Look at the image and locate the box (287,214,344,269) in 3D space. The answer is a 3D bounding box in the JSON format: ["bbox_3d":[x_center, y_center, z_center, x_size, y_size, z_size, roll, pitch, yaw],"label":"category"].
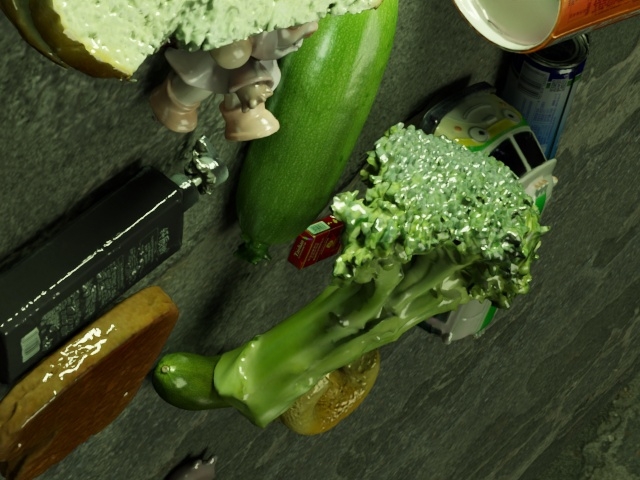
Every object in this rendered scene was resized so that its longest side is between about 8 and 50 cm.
[{"bbox_3d":[0.000,0.000,2.236,0.082,0.023,0.051,-24,146,-50],"label":"box"}]

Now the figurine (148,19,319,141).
[{"bbox_3d":[-0.065,-0.204,1.658,0.200,0.133,0.276,-45,165,-50],"label":"figurine"}]

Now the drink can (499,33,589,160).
[{"bbox_3d":[0.279,-0.177,2.421,0.097,0.097,0.235,-37,153,-33],"label":"drink can"}]

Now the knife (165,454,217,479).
[{"bbox_3d":[-0.246,0.442,2.413,0.399,0.038,0.132,-60,160,17],"label":"knife"}]

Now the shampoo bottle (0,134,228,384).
[{"bbox_3d":[-0.204,0.011,1.781,0.309,0.071,0.098,-39,155,-29],"label":"shampoo bottle"}]

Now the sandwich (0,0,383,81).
[{"bbox_3d":[-0.096,-0.215,1.460,0.288,0.099,0.254,35,85,-37],"label":"sandwich"}]

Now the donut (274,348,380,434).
[{"bbox_3d":[0.005,0.195,2.482,0.181,0.078,0.146,-23,141,-49],"label":"donut"}]

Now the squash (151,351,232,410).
[{"bbox_3d":[-0.131,0.166,2.177,0.069,0.069,0.258,-56,158,10],"label":"squash"}]

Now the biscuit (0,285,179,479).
[{"bbox_3d":[-0.261,0.160,1.874,0.262,0.052,0.277,-39,168,-36],"label":"biscuit"}]

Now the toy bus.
[{"bbox_3d":[0.177,-0.027,2.334,0.143,0.179,0.305,-29,149,-45],"label":"toy bus"}]

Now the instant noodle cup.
[{"bbox_3d":[0.257,-0.322,1.977,0.192,0.250,0.250,-29,150,-30],"label":"instant noodle cup"}]

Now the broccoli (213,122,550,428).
[{"bbox_3d":[0.081,0.047,2.117,0.353,0.275,0.397,3,132,-32],"label":"broccoli"}]

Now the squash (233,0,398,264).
[{"bbox_3d":[-0.008,-0.127,1.917,0.107,0.107,0.395,-26,148,-48],"label":"squash"}]
